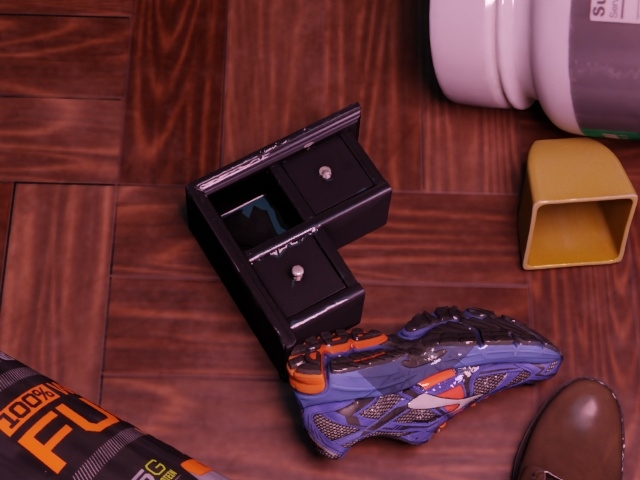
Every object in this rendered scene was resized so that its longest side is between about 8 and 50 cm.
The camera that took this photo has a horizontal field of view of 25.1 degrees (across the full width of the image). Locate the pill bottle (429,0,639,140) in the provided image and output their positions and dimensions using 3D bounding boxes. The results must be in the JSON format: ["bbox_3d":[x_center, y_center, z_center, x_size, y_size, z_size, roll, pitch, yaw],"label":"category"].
[{"bbox_3d":[0.281,-0.175,1.101,0.361,0.204,0.204,7,61,24],"label":"pill bottle"}]

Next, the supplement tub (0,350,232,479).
[{"bbox_3d":[-0.198,0.196,0.935,0.338,0.207,0.207,27,65,11],"label":"supplement tub"}]

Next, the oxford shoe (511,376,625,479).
[{"bbox_3d":[0.170,0.190,1.014,0.083,0.096,0.227,18,62,9],"label":"oxford shoe"}]

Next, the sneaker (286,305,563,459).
[{"bbox_3d":[0.078,0.105,1.069,0.221,0.087,0.083,-7,22,-19],"label":"sneaker"}]

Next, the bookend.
[{"bbox_3d":[0.000,0.000,1.116,0.156,0.072,0.157,-26,68,-15],"label":"bookend"}]

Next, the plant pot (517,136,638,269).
[{"bbox_3d":[0.196,-0.037,1.140,0.081,0.081,0.083,-4,51,-4],"label":"plant pot"}]
